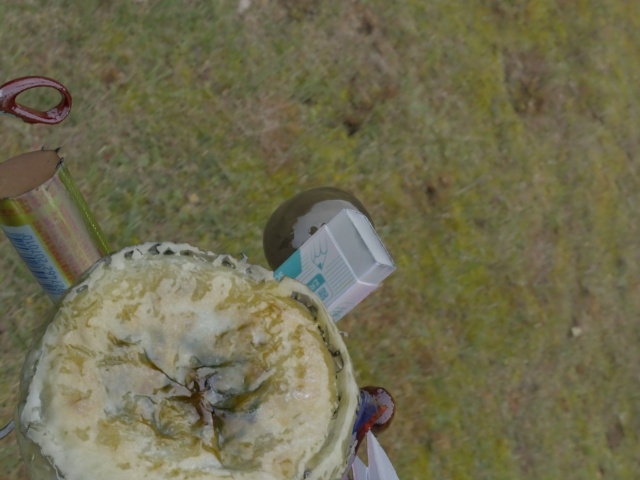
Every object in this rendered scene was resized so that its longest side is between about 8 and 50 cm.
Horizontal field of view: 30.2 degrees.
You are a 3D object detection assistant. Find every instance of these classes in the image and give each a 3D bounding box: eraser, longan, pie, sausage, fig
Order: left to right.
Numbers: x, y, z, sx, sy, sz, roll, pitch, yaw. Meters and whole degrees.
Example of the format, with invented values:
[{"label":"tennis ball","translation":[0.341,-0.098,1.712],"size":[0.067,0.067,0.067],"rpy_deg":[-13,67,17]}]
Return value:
[{"label":"sausage","translation":[-0.354,0.014,1.677],"size":[0.125,0.117,0.317],"rpy_deg":[-29,130,-6]},{"label":"pie","translation":[-0.101,0.113,0.908],"size":[0.274,0.055,0.274],"rpy_deg":[7,52,-9]},{"label":"eraser","translation":[-0.014,0.068,1.498],"size":[0.052,0.225,0.095],"rpy_deg":[14,39,-52]},{"label":"longan","translation":[0.000,0.000,1.863],"size":[0.189,0.189,0.189],"rpy_deg":[14,63,-31]},{"label":"fig","translation":[0.095,0.317,2.094],"size":[0.089,0.089,0.125],"rpy_deg":[-56,144,-37]}]

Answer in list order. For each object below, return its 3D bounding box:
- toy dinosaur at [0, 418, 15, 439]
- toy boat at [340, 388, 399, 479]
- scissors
[{"label":"toy dinosaur","translation":[-0.410,0.277,1.421],"size":[0.087,0.187,0.179],"rpy_deg":[28,85,12]},{"label":"toy boat","translation":[0.061,0.251,1.142],"size":[0.318,0.072,0.219],"rpy_deg":[48,28,-29]},{"label":"scissors","translation":[-0.322,-0.118,0.995],"size":[0.017,0.144,0.248],"rpy_deg":[48,6,29]}]
